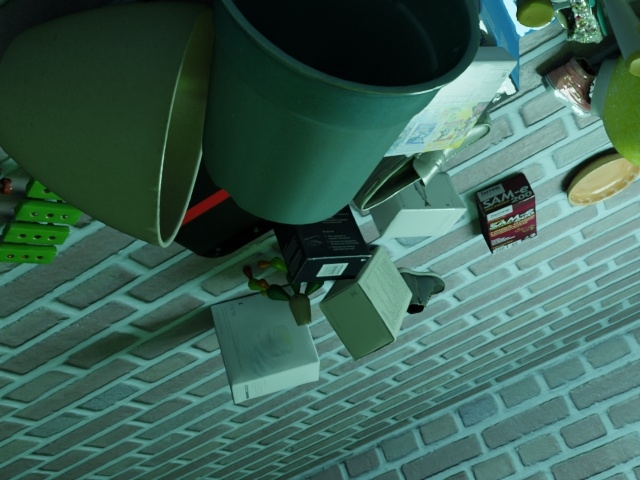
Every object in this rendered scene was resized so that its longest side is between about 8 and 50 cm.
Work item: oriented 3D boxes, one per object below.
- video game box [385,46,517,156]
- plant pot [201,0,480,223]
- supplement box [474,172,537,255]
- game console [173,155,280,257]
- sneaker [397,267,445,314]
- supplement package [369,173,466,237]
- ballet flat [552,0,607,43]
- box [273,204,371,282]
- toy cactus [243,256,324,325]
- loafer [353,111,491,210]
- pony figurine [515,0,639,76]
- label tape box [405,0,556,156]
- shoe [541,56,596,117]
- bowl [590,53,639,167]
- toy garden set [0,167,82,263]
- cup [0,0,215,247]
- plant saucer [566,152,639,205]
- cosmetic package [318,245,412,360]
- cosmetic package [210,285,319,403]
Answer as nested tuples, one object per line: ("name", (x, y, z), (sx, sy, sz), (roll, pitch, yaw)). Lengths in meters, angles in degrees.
("video game box", (0.189, -0.220, 1.169), (0.205, 0.048, 0.187), (-11, 143, -39))
("plant pot", (-0.012, -0.213, 1.012), (0.341, 0.341, 0.334), (-6, 149, -24))
("supplement box", (0.469, -0.061, 1.858), (0.130, 0.073, 0.239), (-23, 150, 6))
("game console", (-0.161, -0.118, 1.402), (0.387, 0.060, 0.342), (-30, 144, 16))
("sneaker", (0.280, 0.153, 2.054), (0.222, 0.118, 0.083), (10, 139, -42))
("supplement package", (0.209, -0.078, 1.634), (0.179, 0.105, 0.105), (-3, 147, -29))
("ballet flat", (0.428, -0.407, 1.244), (0.077, 0.091, 0.241), (-5, 154, 27))
("box", (0.000, 0.000, 1.579), (0.156, 0.158, 0.093), (-2, 144, -29))
("toy cactus", (-0.061, 0.109, 1.725), (0.219, 0.180, 0.112), (-12, 171, -4))
("loafer", (0.201, -0.159, 1.482), (0.319, 0.111, 0.112), (-27, 150, 13))
("pony figurine", (0.306, -0.417, 0.943), (0.351, 0.363, 0.303), (14, 146, -23))
("label tape box", (0.230, -0.312, 1.242), (0.348, 0.115, 0.249), (-28, 150, 17))
("shoe", (0.523, -0.307, 1.481), (0.178, 0.063, 0.081), (16, 140, -41))
("bowl", (0.624, -0.287, 1.450), (0.156, 0.289, 0.289), (17, 163, 25))
("toy garden set", (-0.534, -0.047, 1.287), (0.204, 0.049, 0.244), (5, 143, -40))
("cup", (-0.290, -0.174, 0.997), (0.237, 0.331, 0.331), (12, 146, -3))
("plant saucer", (0.717, -0.160, 1.880), (0.200, 0.037, 0.200), (-15, 151, -8))
("cosmetic package", (0.115, 0.138, 1.737), (0.113, 0.160, 0.309), (-31, -176, 20))
("cosmetic package", (-0.139, 0.259, 1.864), (0.225, 0.224, 0.138), (-14, 151, -12))
